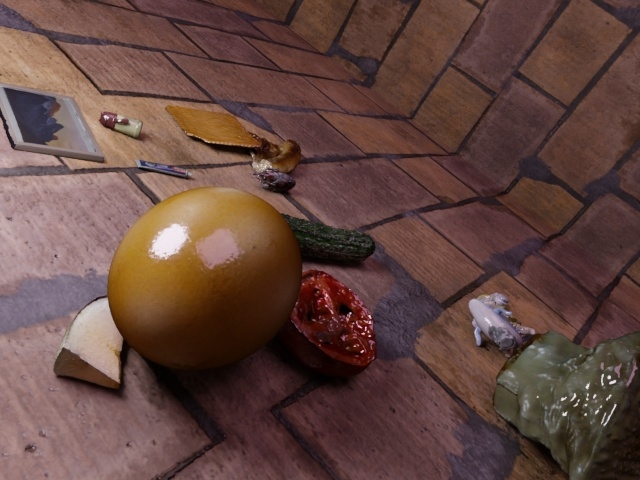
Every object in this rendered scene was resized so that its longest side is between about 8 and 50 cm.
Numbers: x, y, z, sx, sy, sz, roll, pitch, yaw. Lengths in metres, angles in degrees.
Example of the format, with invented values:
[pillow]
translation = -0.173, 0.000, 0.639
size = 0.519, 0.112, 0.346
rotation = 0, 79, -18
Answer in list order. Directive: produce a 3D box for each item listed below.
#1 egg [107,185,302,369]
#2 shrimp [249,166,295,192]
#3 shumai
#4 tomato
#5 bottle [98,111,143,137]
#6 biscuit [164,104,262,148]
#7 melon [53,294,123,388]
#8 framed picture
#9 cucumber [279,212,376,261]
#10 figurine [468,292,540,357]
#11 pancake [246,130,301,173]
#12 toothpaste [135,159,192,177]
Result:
[egg]
translation = -0.177, 0.058, 0.943
size = 0.283, 0.282, 0.351
rotation = 34, 26, 4
[shrimp]
translation = -0.134, -0.169, 1.628
size = 0.165, 0.065, 0.056
rotation = 12, 68, -39
[shumai]
translation = 0.549, 0.355, 1.264
size = 0.323, 0.397, 0.324
rotation = 16, -15, 49
[tomato]
translation = 0.001, 0.174, 1.153
size = 0.228, 0.101, 0.228
rotation = 26, 34, -20
[bottle]
translation = -0.496, -0.292, 1.464
size = 0.101, 0.063, 0.047
rotation = 17, 58, -23
[biscuit]
translation = -0.314, -0.334, 1.734
size = 0.237, 0.013, 0.232
rotation = -1, 36, -39
[melon]
translation = -0.336, 0.137, 0.898
size = 0.098, 0.054, 0.182
rotation = 27, 27, -24
[framed picture]
translation = -0.618, -0.269, 1.327
size = 0.192, 0.018, 0.265
rotation = 3, 39, -44
[cucumber]
translation = 0.000, 0.000, 1.461
size = 0.359, 0.096, 0.096
rotation = 11, 33, -41
[figurine]
translation = 0.477, 0.223, 1.565
size = 0.208, 0.128, 0.184
rotation = 37, 23, -9
[pancake]
translation = -0.172, -0.286, 1.799
size = 0.244, 0.057, 0.266
rotation = 37, 28, 11
[toothpaste]
translation = -0.374, -0.172, 1.422
size = 0.140, 0.021, 0.037
rotation = 10, 29, -33
